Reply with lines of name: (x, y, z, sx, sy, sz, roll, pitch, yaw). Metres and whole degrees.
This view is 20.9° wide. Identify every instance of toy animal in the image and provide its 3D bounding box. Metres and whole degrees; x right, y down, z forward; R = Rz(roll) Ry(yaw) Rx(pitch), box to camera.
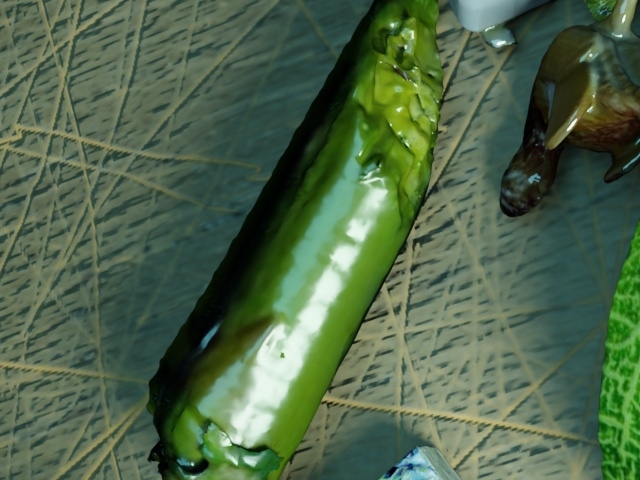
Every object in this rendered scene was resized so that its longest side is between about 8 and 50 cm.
toy animal: (0.172, -0.078, 1.090, 0.089, 0.188, 0.179, 26, 103, -15)

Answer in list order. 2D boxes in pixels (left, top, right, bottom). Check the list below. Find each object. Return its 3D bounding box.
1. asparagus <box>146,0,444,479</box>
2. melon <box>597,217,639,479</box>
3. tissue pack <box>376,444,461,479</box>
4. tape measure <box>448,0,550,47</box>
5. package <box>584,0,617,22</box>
asparagus: (0.000, 0.000, 1.160, 0.108, 0.128, 0.382, 28, 91, -15)
melon: (0.323, 0.065, 1.011, 0.331, 0.226, 0.343, 31, 80, 3)
tissue pack: (0.049, 0.200, 1.134, 0.111, 0.079, 0.085, -40, 72, 10)
tape measure: (0.085, -0.245, 1.122, 0.105, 0.196, 0.178, -23, 62, -2)
package: (0.202, -0.273, 1.133, 0.168, 0.090, 0.226, -34, 74, 31)
